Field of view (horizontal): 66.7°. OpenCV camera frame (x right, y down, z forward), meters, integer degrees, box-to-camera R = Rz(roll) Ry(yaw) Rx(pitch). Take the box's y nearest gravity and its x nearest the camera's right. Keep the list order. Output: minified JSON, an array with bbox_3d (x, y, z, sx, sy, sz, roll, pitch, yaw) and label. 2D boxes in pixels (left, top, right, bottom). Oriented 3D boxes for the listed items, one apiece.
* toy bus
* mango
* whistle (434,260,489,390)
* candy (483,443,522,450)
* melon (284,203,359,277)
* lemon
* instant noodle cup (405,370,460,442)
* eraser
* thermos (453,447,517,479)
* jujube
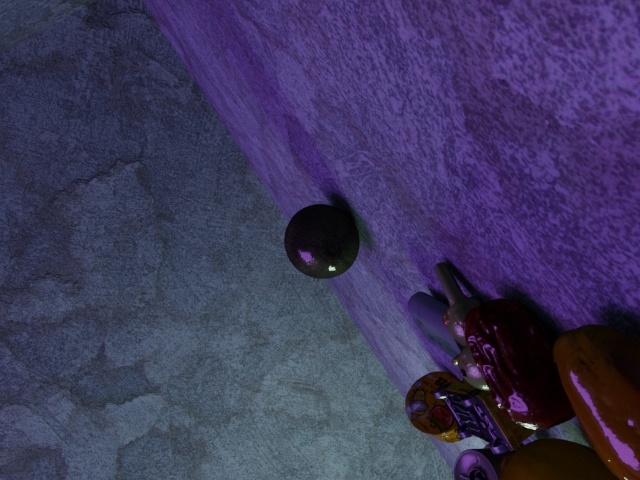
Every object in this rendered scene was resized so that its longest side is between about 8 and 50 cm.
[{"bbox_3d":[0.409,0.411,1.213,0.144,0.152,0.330,59,170,9],"label":"toy bus"},{"bbox_3d":[0.393,0.214,0.618,0.236,0.136,0.166,59,175,10],"label":"mango"},{"bbox_3d":[0.304,0.190,1.005,0.294,0.141,0.141,52,171,27],"label":"whistle"},{"bbox_3d":[0.598,0.702,1.468,0.255,0.094,0.255,53,172,11],"label":"candy"},{"bbox_3d":[0.000,0.000,1.569,0.237,0.237,0.302,57,173,-15],"label":"melon"},{"bbox_3d":[0.480,0.506,0.931,0.236,0.236,0.263,56,178,-8],"label":"lemon"},{"bbox_3d":[0.419,0.580,1.657,0.172,0.216,0.216,51,176,-40],"label":"instant noodle cup"},{"bbox_3d":[0.325,0.228,1.207,0.174,0.081,0.227,57,170,-17],"label":"eraser"},{"bbox_3d":[0.473,0.596,1.216,0.176,0.265,0.146,-50,41,42],"label":"thermos"},{"bbox_3d":[0.343,0.206,0.833,0.230,0.155,0.155,62,175,23],"label":"jujube"}]
